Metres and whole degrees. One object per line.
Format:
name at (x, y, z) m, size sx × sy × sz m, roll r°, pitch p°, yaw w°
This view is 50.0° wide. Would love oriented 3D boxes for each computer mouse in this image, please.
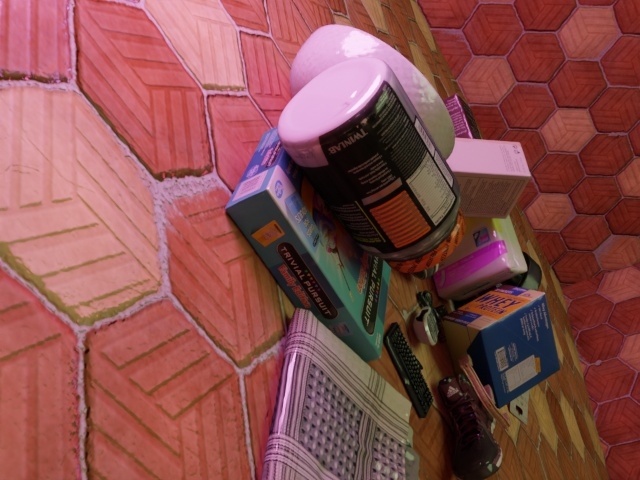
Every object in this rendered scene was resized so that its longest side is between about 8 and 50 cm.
computer mouse at (0.230, 0.180, 1.508) m, size 0.193 × 0.042 × 0.106 m, roll -31°, pitch 103°, yaw -72°

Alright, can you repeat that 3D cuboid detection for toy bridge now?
toy bridge at (0.353, 0.332, 1.453) m, size 0.188 × 0.026 × 0.063 m, roll 56°, pitch 15°, yaw -13°

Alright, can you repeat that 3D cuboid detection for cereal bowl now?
cereal bowl at (0.070, -0.214, 1.250) m, size 0.141 × 0.339 × 0.339 m, roll -51°, pitch 128°, yaw -14°

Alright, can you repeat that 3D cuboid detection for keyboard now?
keyboard at (0.179, 0.249, 1.356) m, size 0.180 × 0.023 × 0.108 m, roll 65°, pitch 23°, yaw -8°

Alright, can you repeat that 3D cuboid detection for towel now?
towel at (0.049, 0.297, 0.957) m, size 0.324 × 0.056 × 0.312 m, roll 49°, pitch 29°, yaw -28°

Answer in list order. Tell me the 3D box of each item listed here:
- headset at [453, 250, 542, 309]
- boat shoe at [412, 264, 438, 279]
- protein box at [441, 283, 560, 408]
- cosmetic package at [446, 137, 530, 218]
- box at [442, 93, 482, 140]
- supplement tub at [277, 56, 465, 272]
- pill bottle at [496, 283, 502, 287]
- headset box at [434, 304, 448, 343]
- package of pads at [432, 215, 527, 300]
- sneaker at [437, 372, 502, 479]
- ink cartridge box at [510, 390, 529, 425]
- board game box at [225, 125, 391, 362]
headset at (0.447, 0.098, 1.851) m, size 0.185 × 0.243 × 0.394 m, roll 42°, pitch 13°, yaw -9°
boat shoe at (0.159, 0.002, 1.479) m, size 0.099 × 0.116 × 0.319 m, roll -52°, pitch 137°, yaw -14°
protein box at (0.415, 0.237, 1.572) m, size 0.201 × 0.136 × 0.200 m, roll -24°, pitch 106°, yaw -25°
cosmetic package at (0.295, -0.143, 1.560) m, size 0.160 × 0.309 × 0.113 m, roll 106°, pitch -15°, yaw -51°
box at (0.413, -0.326, 2.189) m, size 0.167 × 0.168 × 0.203 m, roll 15°, pitch 56°, yaw -63°
supplement tub at (0.092, -0.105, 1.060) m, size 0.316 × 0.193 × 0.194 m, roll 52°, pitch 28°, yaw -34°
pill bottle at (0.545, 0.135, 2.096) m, size 0.146 × 0.146 × 0.264 m, roll 54°, pitch 26°, yaw -30°
headset box at (0.291, 0.201, 1.629) m, size 0.083 × 0.032 × 0.062 m, roll 66°, pitch 23°, yaw 0°
package of pads at (0.369, -0.014, 1.742) m, size 0.101 × 0.229 × 0.297 m, roll 9°, pitch 60°, yaw -40°
sneaker at (0.287, 0.368, 1.407) m, size 0.163 × 0.106 × 0.281 m, roll 61°, pitch 13°, yaw -4°
ink cartridge box at (0.581, 0.424, 2.067) m, size 0.181 × 0.056 × 0.225 m, roll 40°, pitch 54°, yaw -48°
board game box at (0.000, 0.000, 1.114) m, size 0.336 × 0.079 × 0.254 m, roll 56°, pitch 26°, yaw -25°
